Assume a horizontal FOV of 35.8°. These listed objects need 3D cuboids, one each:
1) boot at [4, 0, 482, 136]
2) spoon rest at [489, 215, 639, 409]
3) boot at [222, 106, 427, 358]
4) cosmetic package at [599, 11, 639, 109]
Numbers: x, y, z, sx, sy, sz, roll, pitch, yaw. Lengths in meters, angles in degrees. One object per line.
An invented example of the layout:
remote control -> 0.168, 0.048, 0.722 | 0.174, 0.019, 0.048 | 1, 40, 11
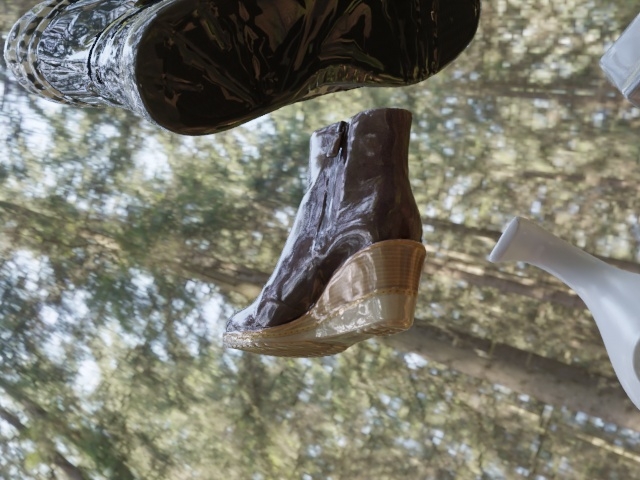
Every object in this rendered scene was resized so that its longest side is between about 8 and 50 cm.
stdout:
boot -> -0.043, -0.123, 0.555 | 0.236, 0.178, 0.085 | -24, -66, -35
spoon rest -> 0.298, 0.072, 0.965 | 0.084, 0.276, 0.137 | -7, -48, -56
boot -> 0.000, 0.000, 0.946 | 0.090, 0.248, 0.207 | 17, -115, -42
cosmetic package -> 0.318, -0.087, 0.649 | 0.238, 0.107, 0.127 | 31, -67, -12
